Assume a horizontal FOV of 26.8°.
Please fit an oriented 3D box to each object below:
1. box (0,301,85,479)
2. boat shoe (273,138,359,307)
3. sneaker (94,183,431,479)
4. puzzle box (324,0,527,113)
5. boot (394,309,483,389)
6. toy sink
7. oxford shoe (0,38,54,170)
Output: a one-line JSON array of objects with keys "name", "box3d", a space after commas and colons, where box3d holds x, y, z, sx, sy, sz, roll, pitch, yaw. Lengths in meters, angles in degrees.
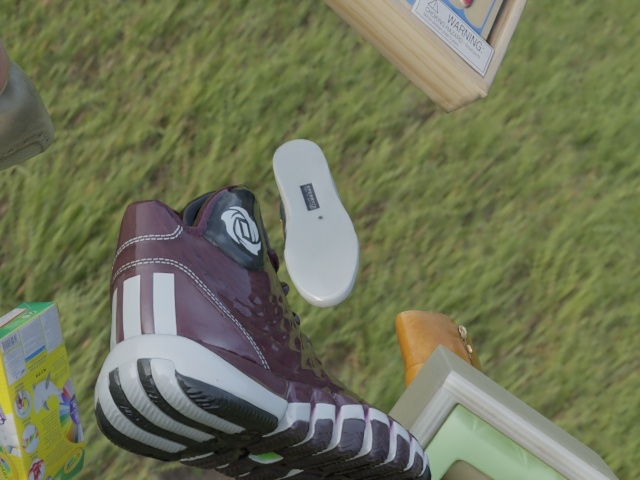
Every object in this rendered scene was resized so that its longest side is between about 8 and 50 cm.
[{"name": "box", "box3d": [-0.274, 0.158, 1.269, 0.105, 0.043, 0.179, -40, 124, -62]}, {"name": "boat shoe", "box3d": [0.000, 0.000, 1.202, 0.065, 0.083, 0.183, -12, 51, 0]}, {"name": "sneaker", "box3d": [-0.023, 0.054, 0.755, 0.281, 0.106, 0.163, 41, 36, -56]}, {"name": "puzzle box", "box3d": [0.022, -0.327, 1.045, 0.409, 0.052, 0.272, 39, 56, -23]}, {"name": "boot", "box3d": [0.116, 0.173, 1.462, 0.295, 0.104, 0.211, 22, 44, -58]}, {"name": "toy sink", "box3d": [0.085, 0.220, 0.973, 0.152, 0.234, 0.131, 36, 5, -2]}, {"name": "oxford shoe", "box3d": [-0.407, -0.049, 1.097, 0.146, 0.396, 0.141, 56, 22, -53]}]
